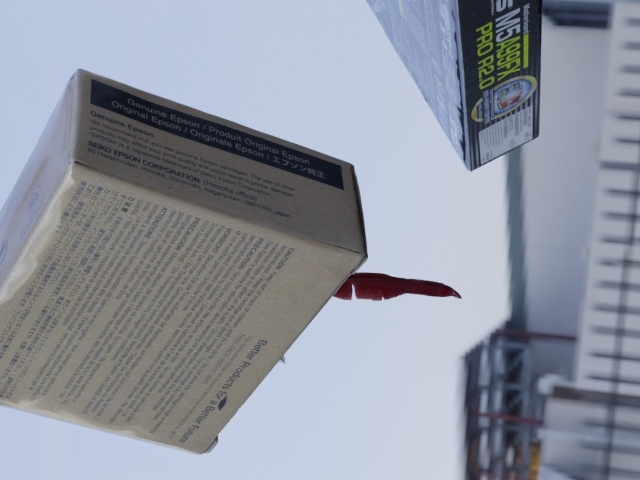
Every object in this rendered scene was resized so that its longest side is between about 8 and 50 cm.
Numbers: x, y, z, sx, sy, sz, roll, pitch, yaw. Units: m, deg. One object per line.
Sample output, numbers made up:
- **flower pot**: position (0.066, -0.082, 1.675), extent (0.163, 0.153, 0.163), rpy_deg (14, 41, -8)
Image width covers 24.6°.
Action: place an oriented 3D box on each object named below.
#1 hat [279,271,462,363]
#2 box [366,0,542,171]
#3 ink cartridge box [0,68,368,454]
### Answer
- **hat**: position (0.000, 0.000, 1.354), extent (0.173, 0.183, 0.208), rpy_deg (60, 180, 21)
- **box**: position (0.067, -0.193, 0.953), extent (0.216, 0.060, 0.270), rpy_deg (62, 177, 23)
- **ink cartridge box**: position (-0.111, 0.024, 0.936), extent (0.235, 0.193, 0.088), rpy_deg (-52, 31, 38)
